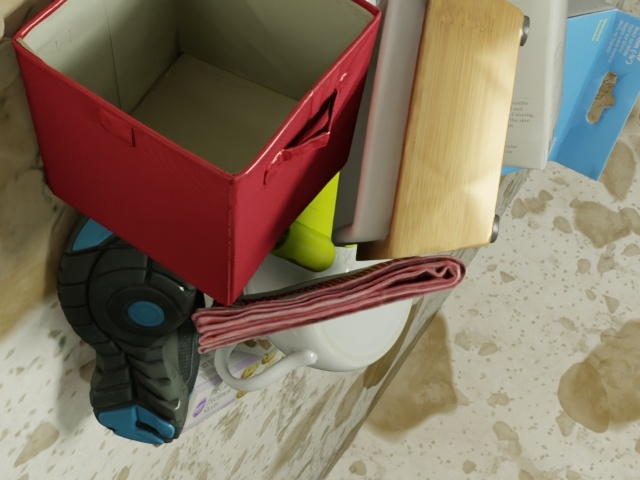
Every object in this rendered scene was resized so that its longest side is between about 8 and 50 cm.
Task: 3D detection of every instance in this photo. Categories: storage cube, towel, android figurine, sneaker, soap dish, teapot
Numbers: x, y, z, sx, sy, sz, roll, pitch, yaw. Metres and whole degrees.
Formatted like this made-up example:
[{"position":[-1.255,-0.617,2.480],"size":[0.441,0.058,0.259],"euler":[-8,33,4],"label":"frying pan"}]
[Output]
[{"position":[-0.089,-0.099,0.759],"size":[0.183,0.215,0.193],"euler":[-53,168,-27],"label":"storage cube"},{"position":[0.002,0.050,0.990],"size":[0.329,0.237,0.037],"euler":[177,-101,-88],"label":"towel"},{"position":[0.002,-0.090,1.104],"size":[0.273,0.056,0.248],"euler":[29,72,-50],"label":"android figurine"},{"position":[-0.174,0.053,0.975],"size":[0.341,0.125,0.139],"euler":[102,0,-45],"label":"sneaker"},{"position":[0.086,-0.091,0.881],"size":[0.291,0.118,0.229],"euler":[149,-50,-87],"label":"soap dish"},{"position":[-0.013,0.050,1.290],"size":[0.256,0.187,0.252],"euler":[-8,98,-49],"label":"teapot"}]

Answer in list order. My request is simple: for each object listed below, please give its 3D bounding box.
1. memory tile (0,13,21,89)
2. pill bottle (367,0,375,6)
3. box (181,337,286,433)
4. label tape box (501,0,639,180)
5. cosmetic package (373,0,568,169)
[{"position":[-0.251,-0.092,0.631],"size":[0.148,0.012,0.113],"euler":[-55,163,-16],"label":"memory tile"},{"position":[-0.022,-0.205,0.959],"size":[0.184,0.103,0.103],"euler":[-43,156,-46],"label":"pill bottle"},{"position":[-0.122,0.175,1.361],"size":[0.324,0.063,0.067],"euler":[-18,134,-66],"label":"box"},{"position":[0.226,-0.217,1.264],"size":[0.106,0.334,0.240],"euler":[-44,156,-44],"label":"label tape box"},{"position":[0.160,-0.268,1.047],"size":[0.155,0.197,0.365],"euler":[-63,156,-47],"label":"cosmetic package"}]
